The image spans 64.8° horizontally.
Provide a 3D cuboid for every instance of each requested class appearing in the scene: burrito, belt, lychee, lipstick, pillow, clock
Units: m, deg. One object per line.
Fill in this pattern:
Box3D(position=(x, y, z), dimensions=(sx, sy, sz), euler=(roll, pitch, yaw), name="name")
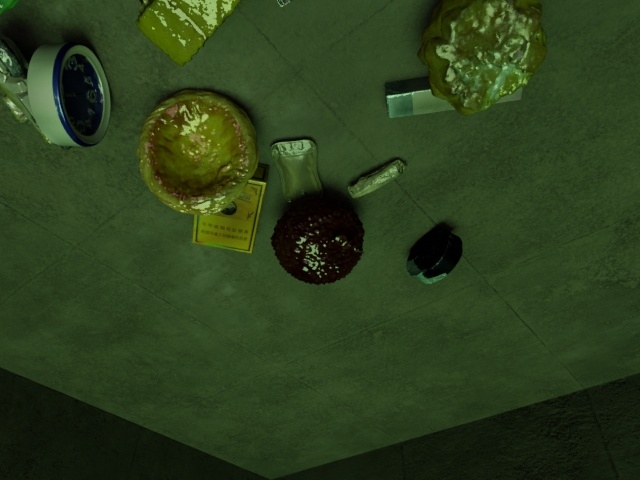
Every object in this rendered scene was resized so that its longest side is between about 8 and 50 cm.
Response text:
Box3D(position=(0.161, -0.176, 1.437), dimensions=(0.188, 0.045, 0.058), euler=(-25, 155, 22), name="burrito")
Box3D(position=(0.356, 0.054, 1.591), dimensions=(0.078, 0.151, 0.198), euler=(26, 133, -24), name="belt")
Box3D(position=(0.000, 0.000, 1.468), dimensions=(0.300, 0.264, 0.264), euler=(6, 147, 43), name="lychee")
Box3D(position=(0.317, -0.361, 1.223), dimensions=(0.317, 0.066, 0.068), euler=(-6, 134, 8), name="lipstick")
Box3D(position=(-0.064, -0.193, 1.433), dimensions=(0.130, 0.033, 0.217), euler=(-5, 136, 5), name="pillow")
Box3D(position=(-0.573, -0.334, 1.163), dimensions=(0.083, 0.230, 0.230), euler=(3, 136, 5), name="clock")

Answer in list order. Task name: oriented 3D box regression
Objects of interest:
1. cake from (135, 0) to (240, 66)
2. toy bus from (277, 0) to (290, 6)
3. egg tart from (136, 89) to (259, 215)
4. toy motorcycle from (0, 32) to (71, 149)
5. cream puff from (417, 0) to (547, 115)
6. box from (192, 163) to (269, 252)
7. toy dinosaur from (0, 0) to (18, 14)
Box3D(position=(-0.249, -0.498, 1.022), dimensions=(0.260, 0.179, 0.156), euler=(-34, 127, 27), name="cake")
Box3D(position=(-0.035, -0.542, 1.059), dimensions=(0.130, 0.052, 0.037), euler=(-22, 127, 19), name="toy bus")
Box3D(position=(-0.308, -0.219, 1.294), dimensions=(0.319, 0.319, 0.128), euler=(7, 178, -5), name="egg tart")
Box3D(position=(-0.706, -0.362, 1.185), dimensions=(0.223, 0.108, 0.341), euler=(38, 158, 22), name="toy motorcycle")
Box3D(position=(0.338, -0.416, 1.080), dimensions=(0.281, 0.185, 0.282), euler=(-4, 122, -6), name="cream puff")
Box3D(position=(-0.271, -0.101, 1.497), dimensions=(0.192, 0.084, 0.301), euler=(10, 135, -9), name="box")
Box3D(position=(-0.703, -0.468, 0.941), dimensions=(0.500, 0.374, 0.144), euler=(-13, 142, 11), name="toy dinosaur")
